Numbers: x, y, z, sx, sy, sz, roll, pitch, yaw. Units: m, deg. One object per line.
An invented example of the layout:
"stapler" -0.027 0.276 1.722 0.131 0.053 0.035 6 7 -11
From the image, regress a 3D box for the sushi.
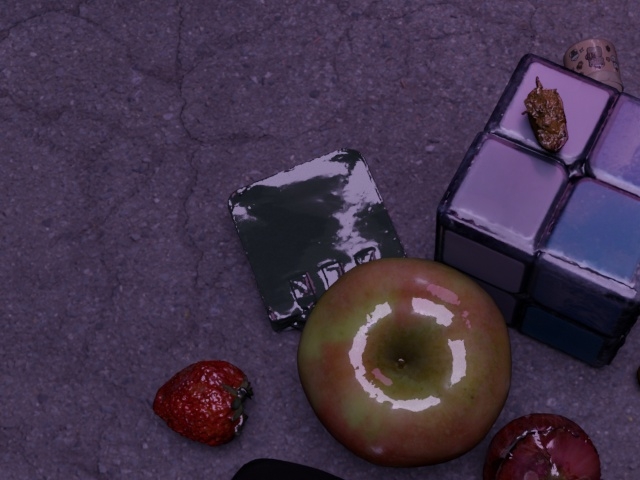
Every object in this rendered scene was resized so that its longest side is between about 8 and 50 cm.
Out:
"sushi" 0.319 -0.174 1.674 0.062 0.060 0.118 -25 66 -2

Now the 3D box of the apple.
"apple" 0.125 0.183 1.764 0.319 0.277 0.319 -3 74 10

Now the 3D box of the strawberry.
"strawberry" -0.180 0.243 1.834 0.148 0.131 0.131 17 69 2

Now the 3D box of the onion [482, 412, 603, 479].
"onion" 0.326 0.334 1.765 0.184 0.147 0.183 1 107 4

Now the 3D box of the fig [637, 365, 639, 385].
"fig" 0.518 0.225 1.842 0.050 0.050 0.083 -20 89 -5

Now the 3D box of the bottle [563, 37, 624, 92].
"bottle" 0.464 -0.256 2.020 0.099 0.099 0.152 -6 65 1

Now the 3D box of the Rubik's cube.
"Rubik's cube" 0.372 -0.040 1.815 0.318 0.316 0.313 26 71 12

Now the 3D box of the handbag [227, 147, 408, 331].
"handbag" 0.000 0.000 1.950 0.248 0.079 0.260 -20 68 -4

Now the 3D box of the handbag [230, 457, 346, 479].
"handbag" -0.057 0.395 1.677 0.192 0.332 0.074 15 104 9
